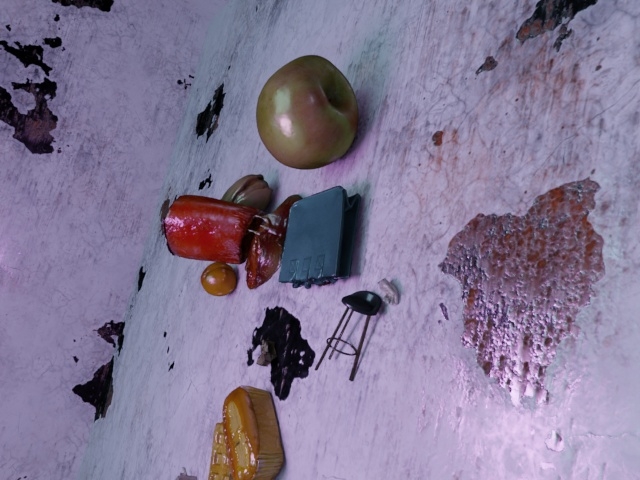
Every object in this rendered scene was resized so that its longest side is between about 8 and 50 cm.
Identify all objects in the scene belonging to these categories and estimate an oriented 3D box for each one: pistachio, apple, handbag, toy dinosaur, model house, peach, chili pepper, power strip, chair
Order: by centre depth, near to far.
[{"bbox_3d":[0.064,0.224,1.203,0.104,0.095,0.221,32,101,46],"label":"chair"},{"bbox_3d":[0.004,-0.001,1.420,0.269,0.100,0.274,-17,61,49],"label":"handbag"},{"bbox_3d":[-0.045,-0.372,1.483,0.277,0.319,0.319,-18,59,43],"label":"apple"},{"bbox_3d":[-0.174,0.359,1.536,0.058,0.057,0.083,-44,42,30],"label":"model house"},{"bbox_3d":[-0.130,-0.025,1.604,0.113,0.207,0.327,84,180,-64],"label":"toy dinosaur"},{"bbox_3d":[-0.465,0.856,1.709,0.042,0.075,0.175,-61,32,15],"label":"power strip"},{"bbox_3d":[-0.372,-0.025,1.736,0.229,0.305,0.251,-63,-16,-62],"label":"chili pepper"},{"bbox_3d":[-0.294,-0.130,1.886,0.162,0.181,0.293,46,123,15],"label":"pistachio"},{"bbox_3d":[-0.401,0.154,1.926,0.138,0.138,0.138,-32,48,46],"label":"peach"}]

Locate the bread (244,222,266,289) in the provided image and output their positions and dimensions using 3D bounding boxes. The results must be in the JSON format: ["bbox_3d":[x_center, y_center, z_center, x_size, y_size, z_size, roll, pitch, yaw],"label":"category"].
[{"bbox_3d":[-0.217,0.052,1.730,0.269,0.095,0.139,-56,27,31],"label":"bread"}]

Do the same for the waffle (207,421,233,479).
[{"bbox_3d":[-0.294,0.711,1.535,0.168,0.057,0.274,-27,52,49],"label":"waffle"}]

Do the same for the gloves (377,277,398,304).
[{"bbox_3d":[0.159,0.116,1.165,0.044,0.037,0.081,92,162,-65],"label":"gloves"}]

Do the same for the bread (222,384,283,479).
[{"bbox_3d":[-0.200,0.563,1.415,0.152,0.119,0.288,-58,34,28],"label":"bread"}]
